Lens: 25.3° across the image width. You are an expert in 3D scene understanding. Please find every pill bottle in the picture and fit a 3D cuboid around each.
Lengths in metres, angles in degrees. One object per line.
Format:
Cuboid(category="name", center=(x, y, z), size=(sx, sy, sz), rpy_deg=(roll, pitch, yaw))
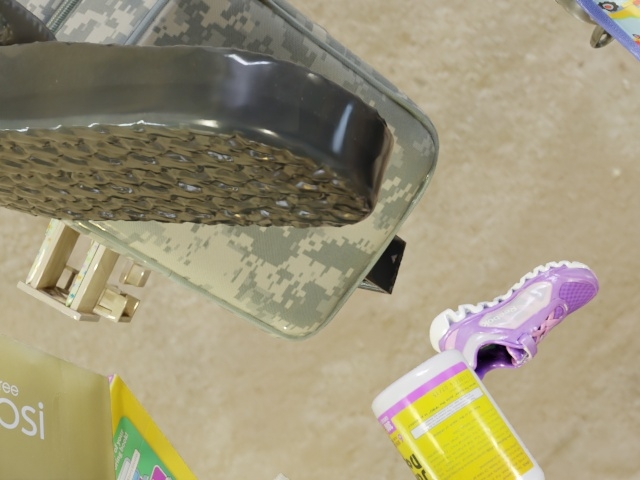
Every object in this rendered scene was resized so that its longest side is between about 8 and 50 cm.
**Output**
Cuboid(category="pill bottle", center=(0.059, 0.088, 0.564), size=(0.043, 0.083, 0.043), rpy_deg=(-32, 168, -8))

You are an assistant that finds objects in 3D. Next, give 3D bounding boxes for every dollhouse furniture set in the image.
Cuboid(category="dollhouse furniture set", center=(-0.264, -0.003, 1.738), size=(0.181, 0.101, 0.161), rpy_deg=(-64, 164, 2))

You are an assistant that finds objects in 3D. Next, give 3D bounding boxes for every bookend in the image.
Cuboid(category="bookend", center=(0.000, 0.000, 1.756), size=(0.157, 0.156, 0.072), rpy_deg=(35, 69, -59))

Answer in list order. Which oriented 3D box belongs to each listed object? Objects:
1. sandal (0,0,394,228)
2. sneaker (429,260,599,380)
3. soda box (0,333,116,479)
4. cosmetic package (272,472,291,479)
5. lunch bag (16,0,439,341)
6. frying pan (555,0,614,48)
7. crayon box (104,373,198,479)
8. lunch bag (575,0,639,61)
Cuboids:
Cuboid(category="sandal", center=(-0.160, -0.083, 0.762), size=(0.167, 0.446, 0.107), rpy_deg=(41, 60, -58))
Cuboid(category="sneaker", center=(0.269, 0.115, 1.891), size=(0.236, 0.104, 0.095), rpy_deg=(-26, 132, 0))
Cuboid(category="soda box", center=(-0.143, 0.055, 0.450), size=(0.061, 0.058, 0.181), rpy_deg=(-22, 150, 24))
Cuboid(category="cosmetic package", center=(-0.057, 0.377, 1.344), size=(0.225, 0.138, 0.224), rpy_deg=(-44, 156, -24))
Cuboid(category="lunch bag", center=(-0.105, -0.102, 1.043), size=(0.305, 0.256, 0.212), rpy_deg=(31, 94, -41))
Cuboid(category="frying pan", center=(0.329, -0.266, 1.620), size=(0.197, 0.053, 0.326), rpy_deg=(-4, 165, -24))
Cuboid(category="crayon box", center=(-0.301, 0.425, 1.978), size=(0.106, 0.363, 0.313), rpy_deg=(-10, 131, 26))
Cuboid(category="lunch bag", center=(0.332, -0.220, 1.110), size=(0.221, 0.138, 0.293), rpy_deg=(-21, 158, 32))
